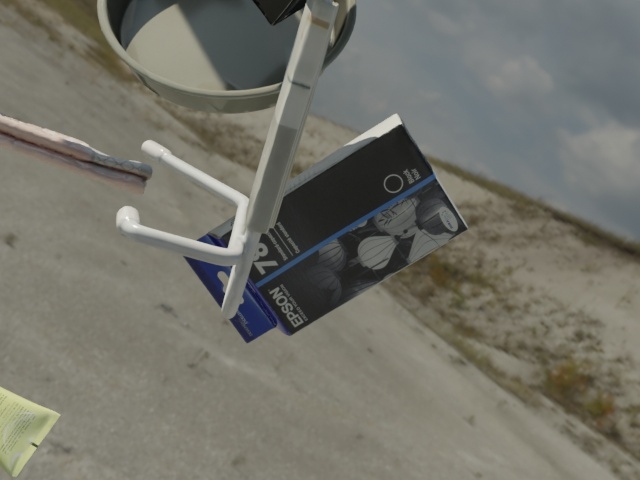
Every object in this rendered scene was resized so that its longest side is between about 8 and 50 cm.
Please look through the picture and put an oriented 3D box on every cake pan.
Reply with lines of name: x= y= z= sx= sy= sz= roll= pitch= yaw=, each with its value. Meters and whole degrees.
cake pan: x=-0.106 y=-0.260 z=1.096 sx=0.293 sy=0.293 sz=0.054 roll=40 pitch=-27 yaw=19

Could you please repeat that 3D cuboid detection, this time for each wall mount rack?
wall mount rack: x=-0.077 y=-0.128 z=0.775 sx=0.131 sy=0.350 sz=0.304 roll=16 pitch=14 yaw=-8

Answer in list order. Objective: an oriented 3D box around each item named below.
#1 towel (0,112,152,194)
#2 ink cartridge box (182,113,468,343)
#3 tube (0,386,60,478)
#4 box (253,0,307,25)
towel: x=-0.439 y=-0.156 z=1.543 sx=0.317 sy=0.053 sz=0.332 roll=20 pitch=0 yaw=-17
ink cartridge box: x=0.000 y=0.000 z=1.185 sx=0.165 sy=0.333 sz=0.065 roll=55 pitch=10 yaw=-17
tube: x=-0.444 y=0.190 z=1.147 sx=0.240 sy=0.070 sz=0.062 roll=30 pitch=9 yaw=-1
box: x=0.000 y=-0.363 z=0.968 sx=0.184 sy=0.261 sz=0.103 roll=53 pitch=-34 yaw=-3
